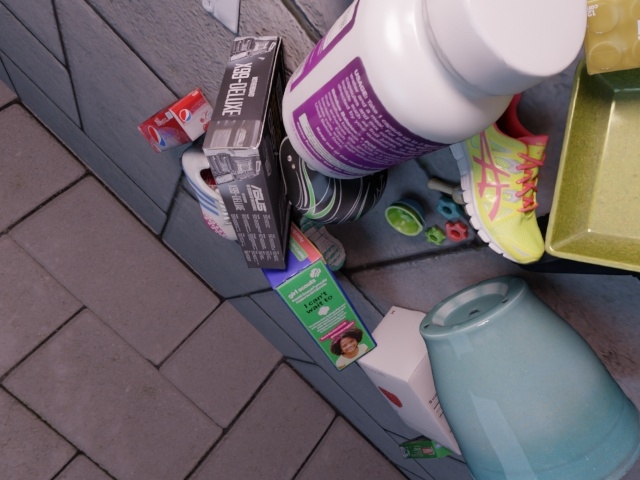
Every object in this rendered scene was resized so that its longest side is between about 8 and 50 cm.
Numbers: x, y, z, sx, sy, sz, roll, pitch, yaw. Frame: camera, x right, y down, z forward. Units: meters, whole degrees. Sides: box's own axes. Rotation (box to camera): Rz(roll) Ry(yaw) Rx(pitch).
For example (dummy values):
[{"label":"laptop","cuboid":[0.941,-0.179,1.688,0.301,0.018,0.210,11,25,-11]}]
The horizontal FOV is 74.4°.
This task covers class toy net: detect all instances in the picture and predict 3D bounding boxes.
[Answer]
[{"label":"toy net","cuboid":[0.199,-0.043,0.639,0.122,0.045,0.232,46,155,-7]}]

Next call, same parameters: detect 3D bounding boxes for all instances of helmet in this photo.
[{"label":"helmet","cuboid":[0.021,-0.104,0.666,0.169,0.169,0.161,23,132,37]}]

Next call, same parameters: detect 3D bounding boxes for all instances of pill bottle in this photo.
[{"label":"pill bottle","cuboid":[0.085,-0.168,0.427,0.169,0.169,0.301,49,161,-15]}]

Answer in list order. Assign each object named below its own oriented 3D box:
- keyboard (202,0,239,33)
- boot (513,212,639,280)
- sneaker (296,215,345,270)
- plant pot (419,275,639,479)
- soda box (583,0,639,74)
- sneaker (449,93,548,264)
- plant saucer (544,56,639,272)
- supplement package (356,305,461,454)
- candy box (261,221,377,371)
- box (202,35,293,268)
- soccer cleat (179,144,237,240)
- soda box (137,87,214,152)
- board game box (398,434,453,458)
[{"label":"keyboard","cuboid":[-0.137,-0.409,0.586,0.072,0.014,0.256,36,156,1]},{"label":"boot","cuboid":[0.365,0.049,0.478,0.207,0.094,0.246,50,149,-8]},{"label":"sneaker","cuboid":[0.000,0.000,1.010,0.166,0.065,0.076,57,168,-23]},{"label":"plant pot","cuboid":[0.299,0.205,0.668,0.255,0.272,0.272,60,154,-2]},{"label":"soda box","cuboid":[0.288,-0.167,0.287,0.181,0.058,0.061,13,142,49]},{"label":"sneaker","cuboid":[0.210,-0.075,0.467,0.094,0.081,0.208,-25,83,50]},{"label":"plant saucer","cuboid":[0.308,-0.063,0.352,0.188,0.045,0.188,15,103,47]},{"label":"supplement package","cuboid":[0.251,0.329,1.012,0.177,0.175,0.293,6,137,54]},{"label":"candy box","cuboid":[-0.030,0.105,0.969,0.317,0.122,0.268,57,175,-37]},{"label":"box","cuboid":[-0.097,-0.131,0.703,0.076,0.242,0.307,1,146,4]},{"label":"soccer cleat","cuboid":[-0.265,-0.106,1.143,0.143,0.116,0.331,24,149,36]},{"label":"soda box","cuboid":[-0.345,-0.280,1.007,0.263,0.092,0.083,6,138,52]},{"label":"board game box","cuboid":[0.364,0.558,1.192,0.317,0.213,0.046,101,153,-62]}]
